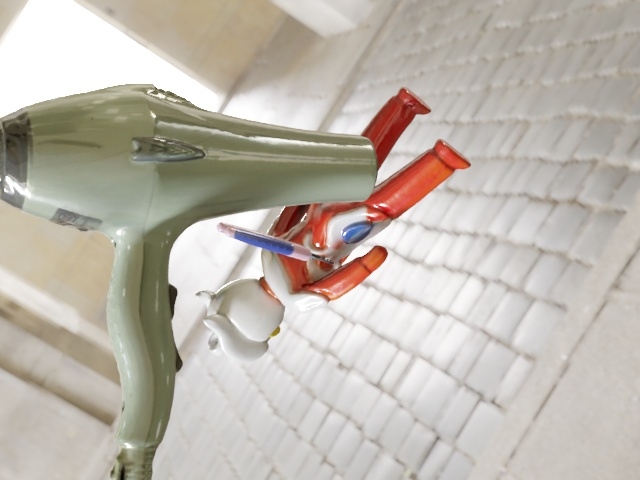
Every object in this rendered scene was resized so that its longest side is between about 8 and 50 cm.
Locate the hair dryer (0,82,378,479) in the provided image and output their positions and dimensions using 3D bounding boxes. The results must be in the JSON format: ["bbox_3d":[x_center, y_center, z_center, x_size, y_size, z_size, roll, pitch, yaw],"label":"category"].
[{"bbox_3d":[-0.055,0.005,0.725,0.219,0.225,0.088,-22,1,-23],"label":"hair dryer"}]

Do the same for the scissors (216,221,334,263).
[{"bbox_3d":[-0.039,0.004,1.144,0.039,0.113,0.012,24,97,67],"label":"scissors"}]

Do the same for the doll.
[{"bbox_3d":[0.000,0.000,1.448,0.384,0.099,0.188,-42,36,15],"label":"doll"}]
